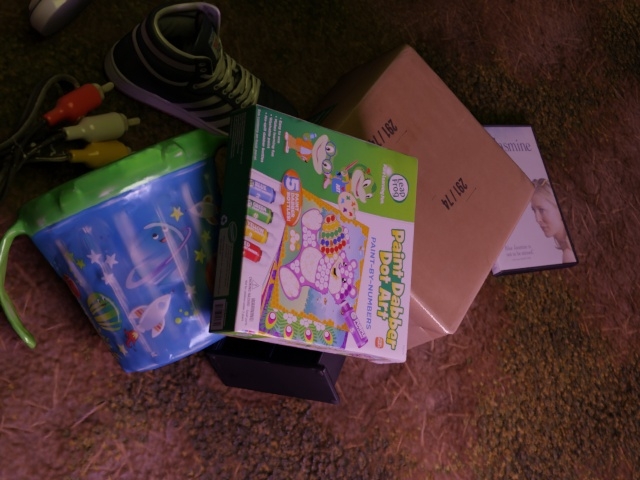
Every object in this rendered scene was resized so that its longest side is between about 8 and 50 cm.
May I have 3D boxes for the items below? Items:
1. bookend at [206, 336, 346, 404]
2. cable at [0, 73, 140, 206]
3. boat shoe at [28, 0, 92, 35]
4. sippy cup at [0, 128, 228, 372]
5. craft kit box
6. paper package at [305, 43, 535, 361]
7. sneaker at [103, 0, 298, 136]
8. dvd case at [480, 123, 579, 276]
[{"bbox_3d":[-0.032,0.107,1.289,0.072,0.157,0.156,68,37,-46],"label":"bookend"},{"bbox_3d":[-0.329,-0.118,1.225,0.287,0.072,0.140,-33,102,-53],"label":"cable"},{"bbox_3d":[-0.319,-0.359,1.368,0.084,0.095,0.258,36,43,-9],"label":"boat shoe"},{"bbox_3d":[-0.191,0.020,1.198,0.224,0.305,0.240,67,23,-4],"label":"sippy cup"},{"bbox_3d":[0.000,0.000,1.185,0.246,0.061,0.250,14,74,-40],"label":"craft kit box"},{"bbox_3d":[0.095,-0.055,1.432,0.309,0.168,0.325,46,52,-13],"label":"paper package"},{"bbox_3d":[-0.126,-0.215,1.379,0.282,0.153,0.099,18,60,-27],"label":"sneaker"},{"bbox_3d":[0.309,-0.070,1.685,0.180,0.022,0.253,-5,72,-35],"label":"dvd case"}]
